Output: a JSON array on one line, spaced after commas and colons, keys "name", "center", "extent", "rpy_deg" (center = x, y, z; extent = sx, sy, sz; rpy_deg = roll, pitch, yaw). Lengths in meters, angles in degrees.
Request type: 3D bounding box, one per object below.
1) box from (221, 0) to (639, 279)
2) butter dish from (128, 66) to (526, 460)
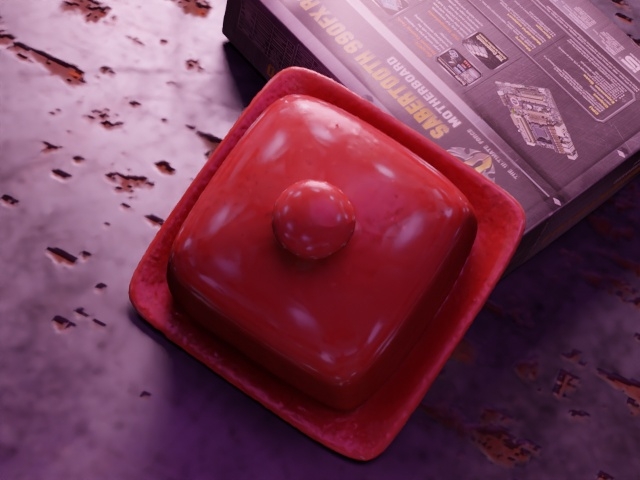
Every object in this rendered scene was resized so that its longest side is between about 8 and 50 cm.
[{"name": "box", "center": [0.084, -0.104, 0.648], "extent": [0.183, 0.056, 0.231], "rpy_deg": [-34, 71, -28]}, {"name": "butter dish", "center": [0.000, 0.000, 0.506], "extent": [0.160, 0.118, 0.160], "rpy_deg": [33, 83, 10]}]
